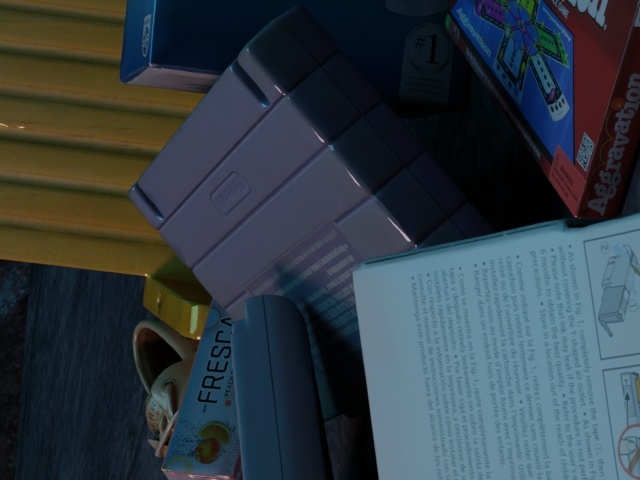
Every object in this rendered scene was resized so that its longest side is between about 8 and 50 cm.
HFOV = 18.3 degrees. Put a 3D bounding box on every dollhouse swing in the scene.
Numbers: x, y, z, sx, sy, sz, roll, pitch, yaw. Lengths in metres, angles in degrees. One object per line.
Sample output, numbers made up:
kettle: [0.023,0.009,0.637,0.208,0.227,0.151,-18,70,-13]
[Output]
dollhouse swing: [-0.145,-0.109,1.613,0.315,0.305,0.347,-157,75,-74]

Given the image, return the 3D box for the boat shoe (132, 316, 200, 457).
boat shoe: [-0.096,0.160,1.690,0.341,0.110,0.121,-122,41,-66]

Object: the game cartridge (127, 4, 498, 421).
game cartridge: [0.000,0.000,1.260,0.068,0.230,0.355,-45,3,-20]

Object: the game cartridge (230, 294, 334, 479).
game cartridge: [-0.012,0.202,1.317,0.297,0.062,0.198,81,177,-50]

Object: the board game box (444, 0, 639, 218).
board game box: [0.133,-0.137,1.140,0.281,0.027,0.145,-113,34,-61]

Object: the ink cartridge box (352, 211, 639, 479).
ink cartridge box: [0.137,0.136,0.853,0.261,0.066,0.296,-13,82,47]

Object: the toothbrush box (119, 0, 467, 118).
toothbrush box: [-0.009,-0.242,1.334,0.126,0.216,0.295,180,95,-75]

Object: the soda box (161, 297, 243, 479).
soda box: [-0.058,0.102,1.449,0.063,0.058,0.183,63,-144,-53]
